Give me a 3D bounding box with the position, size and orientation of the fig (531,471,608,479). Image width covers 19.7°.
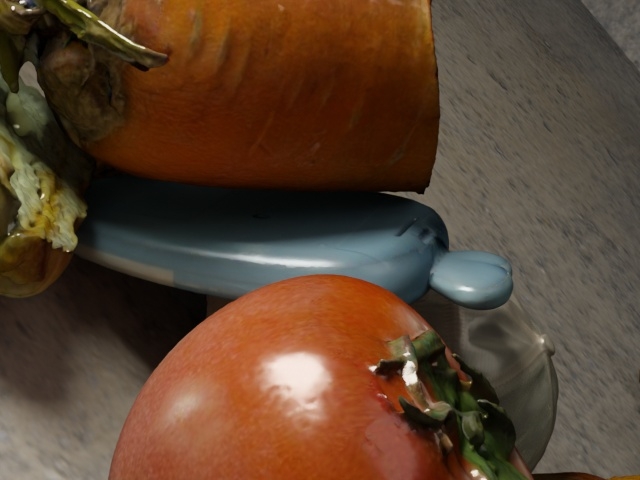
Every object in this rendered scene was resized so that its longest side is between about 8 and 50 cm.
[{"bbox_3d":[0.188,0.201,1.285,0.134,0.201,0.146,0,44,-50],"label":"fig"}]

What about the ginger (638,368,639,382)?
[{"bbox_3d":[0.396,0.183,1.838,0.276,0.130,0.221,25,21,-48],"label":"ginger"}]

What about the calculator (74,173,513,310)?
[{"bbox_3d":[-0.023,0.000,1.176,0.303,0.042,0.188,7,16,15],"label":"calculator"}]

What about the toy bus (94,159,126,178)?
[{"bbox_3d":[-0.137,-0.080,1.274,0.069,0.074,0.162,58,15,12],"label":"toy bus"}]

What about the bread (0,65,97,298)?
[{"bbox_3d":[-0.199,-0.043,1.091,0.128,0.088,0.232,51,11,-20],"label":"bread"}]

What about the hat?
[{"bbox_3d":[0.038,0.075,1.249,0.275,0.161,0.232,25,24,-17],"label":"hat"}]

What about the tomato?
[{"bbox_3d":[0.010,0.148,0.974,0.256,0.224,0.256,45,18,-19],"label":"tomato"}]

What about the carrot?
[{"bbox_3d":[-0.064,-0.132,1.125,0.331,0.214,0.193,3,51,-26],"label":"carrot"}]

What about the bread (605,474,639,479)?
[{"bbox_3d":[0.341,0.336,1.420,0.328,0.148,0.337,35,24,-32],"label":"bread"}]
